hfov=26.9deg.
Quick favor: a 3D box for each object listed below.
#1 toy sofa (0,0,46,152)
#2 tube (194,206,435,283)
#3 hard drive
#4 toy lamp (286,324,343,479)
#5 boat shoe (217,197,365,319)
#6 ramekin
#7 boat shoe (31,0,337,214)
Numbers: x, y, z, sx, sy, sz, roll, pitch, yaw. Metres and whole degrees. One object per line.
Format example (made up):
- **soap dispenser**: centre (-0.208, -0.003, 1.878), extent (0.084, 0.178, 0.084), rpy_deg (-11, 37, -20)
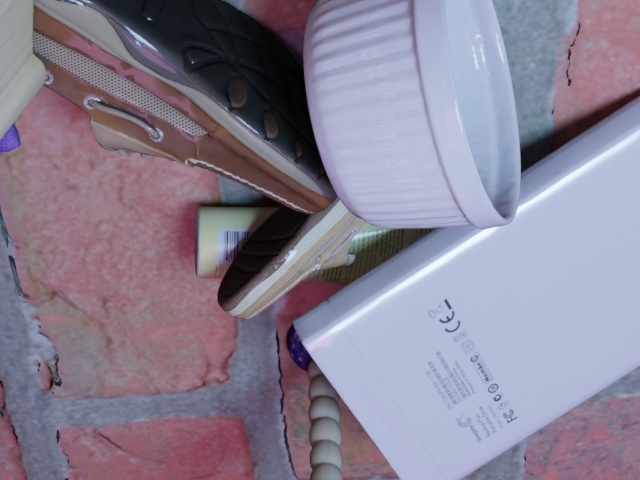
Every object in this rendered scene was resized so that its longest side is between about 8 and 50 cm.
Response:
- **toy sofa**: centre (-0.379, -0.140, 0.894), extent (0.362, 0.150, 0.177), rpy_deg (19, 133, 4)
- **tube**: centre (0.012, 0.005, 1.150), extent (0.240, 0.062, 0.070), rpy_deg (1, 166, -7)
- **hard drive**: centre (0.180, 0.054, 1.123), extent (0.353, 0.047, 0.233), rpy_deg (-33, 126, 1)
- **toy lamp**: centre (0.006, 0.185, 1.156), extent (0.080, 0.275, 0.080), rpy_deg (1, 132, 1)
- **boat shoe**: centre (0.000, 0.000, 1.087), extent (0.190, 0.068, 0.072), rpy_deg (-46, 120, -3)
- **ramekin**: centre (0.067, -0.105, 0.961), extent (0.109, 0.207, 0.207), rpy_deg (-9, 131, 19)
- **boat shoe**: centre (-0.125, -0.124, 1.004), extent (0.324, 0.123, 0.120), rpy_deg (36, 127, -18)
